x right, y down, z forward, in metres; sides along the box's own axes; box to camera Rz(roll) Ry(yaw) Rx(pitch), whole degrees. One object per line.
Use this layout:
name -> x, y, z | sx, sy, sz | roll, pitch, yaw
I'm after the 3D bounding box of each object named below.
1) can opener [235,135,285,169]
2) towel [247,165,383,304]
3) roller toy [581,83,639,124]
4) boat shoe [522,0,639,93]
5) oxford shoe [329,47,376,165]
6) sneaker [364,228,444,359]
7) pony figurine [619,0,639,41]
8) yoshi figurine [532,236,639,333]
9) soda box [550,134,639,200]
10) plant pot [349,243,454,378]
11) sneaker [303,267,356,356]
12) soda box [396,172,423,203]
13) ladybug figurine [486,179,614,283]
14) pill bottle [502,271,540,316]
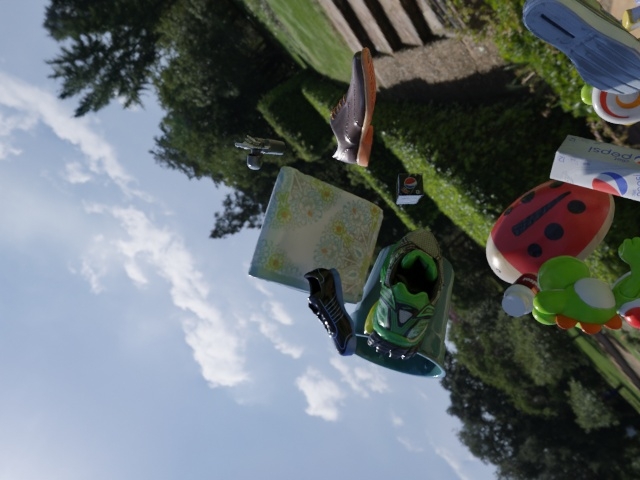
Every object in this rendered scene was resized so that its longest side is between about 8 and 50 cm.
can opener -> -0.183, -0.278, 1.378 | 0.074, 0.093, 0.280 | 11, -164, 10
towel -> 0.000, 0.000, 1.295 | 0.374, 0.320, 0.090 | 20, 171, -30
roller toy -> 0.930, -0.463, 1.341 | 0.209, 0.191, 0.146 | 37, -135, 1
boat shoe -> 0.507, -0.384, 0.823 | 0.302, 0.094, 0.109 | 27, 163, -19
oxford shoe -> 0.090, -0.375, 1.299 | 0.130, 0.133, 0.363 | -75, -11, -46
sneaker -> 0.190, 0.067, 0.853 | 0.134, 0.146, 0.343 | 22, -147, 5
pony figurine -> 0.906, -0.604, 1.026 | 0.351, 0.363, 0.302 | 47, -139, -58
yoshi figurine -> 0.639, 0.090, 0.962 | 0.203, 0.362, 0.203 | -31, -67, -79
soda box -> 0.770, -0.184, 1.161 | 0.286, 0.098, 0.091 | 24, 142, 31
plant pot -> 0.264, 0.214, 1.411 | 0.341, 0.334, 0.341 | 19, 156, 9
sneaker -> 0.018, 0.182, 1.123 | 0.090, 0.081, 0.232 | -2, -112, -34
soda box -> 0.220, -0.127, 1.111 | 0.169, 0.060, 0.053 | 21, -112, -82
ladybug figurine -> 0.719, -0.041, 1.448 | 0.162, 0.449, 0.305 | 17, -142, -33
pill bottle -> 0.566, 0.152, 1.237 | 0.152, 0.086, 0.086 | -25, -112, -43
